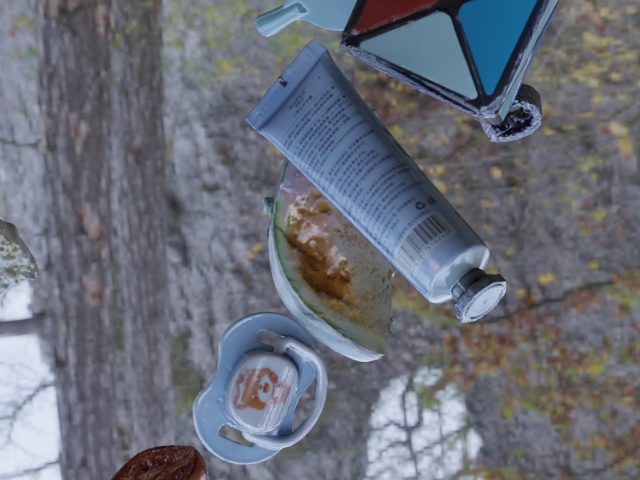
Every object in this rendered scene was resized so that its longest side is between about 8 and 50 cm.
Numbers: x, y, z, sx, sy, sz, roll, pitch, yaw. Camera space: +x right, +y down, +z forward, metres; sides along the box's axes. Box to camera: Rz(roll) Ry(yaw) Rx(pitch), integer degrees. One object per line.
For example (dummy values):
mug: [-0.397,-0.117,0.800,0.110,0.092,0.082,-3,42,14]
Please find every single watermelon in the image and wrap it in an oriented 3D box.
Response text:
watermelon: [-0.006,-0.002,1.458,0.175,0.322,0.188,17,152,-17]

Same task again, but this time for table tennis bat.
table tennis bat: [-0.017,-0.372,1.779,0.153,0.040,0.244,39,146,-27]

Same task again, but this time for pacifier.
pacifier: [-0.119,0.266,2.076,0.227,0.279,0.207,26,173,-25]

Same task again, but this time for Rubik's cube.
Rubik's cube: [0.197,-0.326,1.638,0.248,0.250,0.246,26,-172,8]

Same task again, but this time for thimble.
thimble: [0.315,-0.220,1.902,0.104,0.066,0.095,-23,133,24]

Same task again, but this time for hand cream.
hand cream: [0.044,-0.046,0.885,0.271,0.091,0.058,49,-163,29]

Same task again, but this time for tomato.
tomato: [-0.214,0.349,1.455,0.166,0.082,0.174,-14,-147,39]

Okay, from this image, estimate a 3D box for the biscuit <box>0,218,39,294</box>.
biscuit: [-0.562,0.023,1.633,0.281,0.179,0.084,-18,-151,-12]
